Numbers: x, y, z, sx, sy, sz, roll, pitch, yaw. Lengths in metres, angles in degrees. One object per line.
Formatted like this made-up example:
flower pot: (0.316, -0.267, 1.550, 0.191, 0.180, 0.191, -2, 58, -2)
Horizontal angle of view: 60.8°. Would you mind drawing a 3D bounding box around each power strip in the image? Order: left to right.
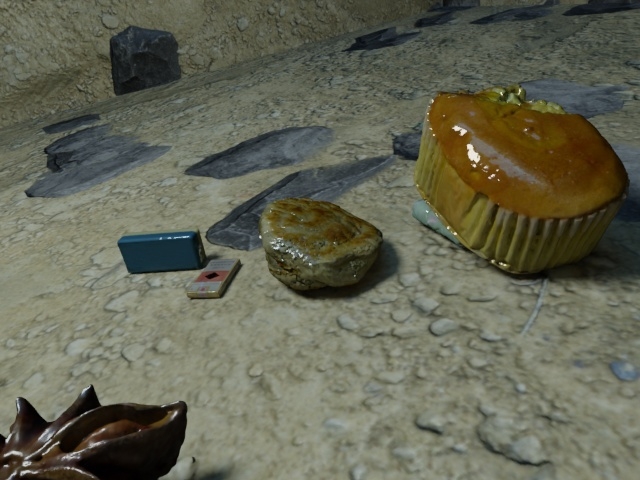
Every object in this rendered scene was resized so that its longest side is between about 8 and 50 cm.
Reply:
power strip: (-0.226, 0.014, 0.788, 0.123, 0.056, 0.032, -4, 28, 14)

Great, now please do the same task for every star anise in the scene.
star anise: (-0.200, 0.205, 0.384, 0.220, 0.098, 0.214, -2, 43, 10)

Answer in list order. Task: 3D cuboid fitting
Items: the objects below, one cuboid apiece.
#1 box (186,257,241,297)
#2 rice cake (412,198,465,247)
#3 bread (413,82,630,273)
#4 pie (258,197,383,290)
box: (-0.142, 0.050, 0.734, 0.046, 0.012, 0.083, -2, 27, 16)
rice cake: (0.249, -0.060, 0.750, 0.237, 0.043, 0.127, -24, 29, -18)
bread: (0.224, -0.085, 0.637, 0.179, 0.133, 0.250, -19, 51, -12)
pie: (0.000, 0.000, 0.706, 0.163, 0.078, 0.193, -1, 27, 0)
